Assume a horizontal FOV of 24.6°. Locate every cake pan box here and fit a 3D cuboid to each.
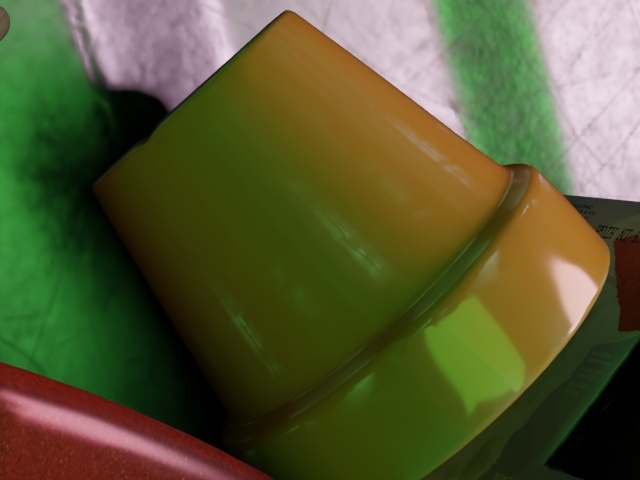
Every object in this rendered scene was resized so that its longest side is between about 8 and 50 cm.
[{"bbox_3d":[0.144,0.089,0.745,0.246,0.267,0.070,-50,118,-16],"label":"cake pan box"}]

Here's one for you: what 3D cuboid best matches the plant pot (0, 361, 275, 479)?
[{"bbox_3d":[-0.137,0.176,0.597,0.236,0.267,0.267,17,84,-44],"label":"plant pot"}]

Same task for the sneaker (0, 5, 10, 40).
[{"bbox_3d":[-0.224,-0.079,0.624,0.188,0.066,0.071,-31,107,-27],"label":"sneaker"}]

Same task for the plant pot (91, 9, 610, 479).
[{"bbox_3d":[0.000,0.000,0.705,0.205,0.205,0.188,-45,98,-22],"label":"plant pot"}]
